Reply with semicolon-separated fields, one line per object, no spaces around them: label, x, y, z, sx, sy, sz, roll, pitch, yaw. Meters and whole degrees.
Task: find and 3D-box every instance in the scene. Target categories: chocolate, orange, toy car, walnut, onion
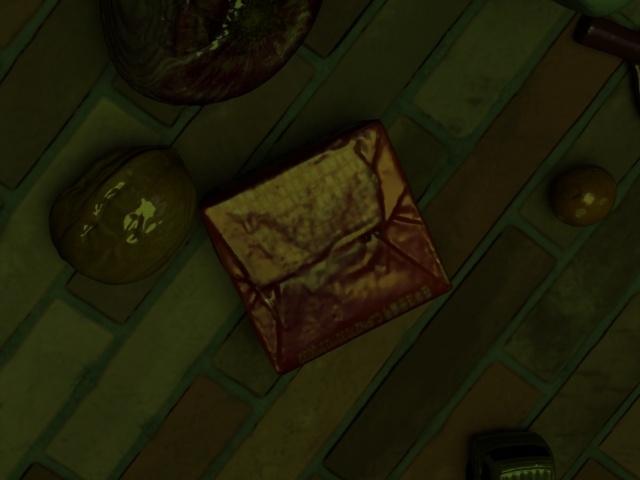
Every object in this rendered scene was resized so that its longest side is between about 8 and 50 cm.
chocolate;0.000;0.000;1.800;0.237;0.108;0.235;-28;109;-5
orange;0.322;-0.053;1.868;0.083;0.083;0.070;-24;98;-5
toy car;0.245;0.377;1.950;0.101;0.124;0.257;-4;105;-10
walnut;-0.216;-0.030;1.722;0.144;0.144;0.180;40;92;-19
onion;-0.115;-0.270;1.646;0.256;0.272;0.230;-13;134;-2

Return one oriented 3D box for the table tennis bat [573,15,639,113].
table tennis bat;0.454;-0.210;1.875;0.310;0.038;0.200;18;101;-17

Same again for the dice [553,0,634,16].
dice;0.269;-0.418;1.656;0.262;0.264;0.268;34;95;-19
